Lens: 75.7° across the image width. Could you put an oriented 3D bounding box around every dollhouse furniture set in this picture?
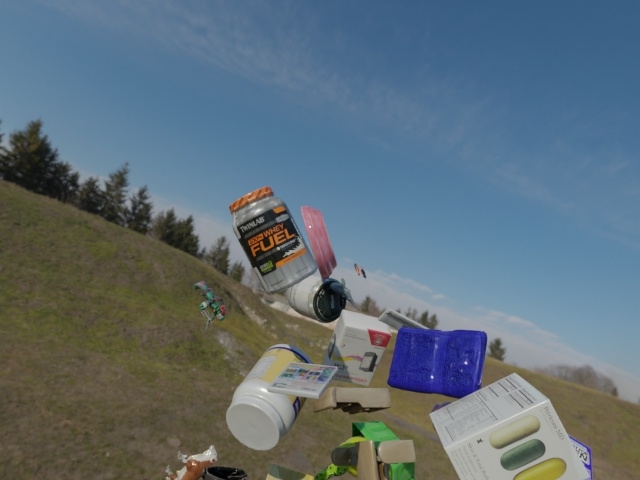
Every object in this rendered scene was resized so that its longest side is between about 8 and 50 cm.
[{"bbox_3d":[0.128,0.751,1.488,0.256,0.395,0.362,10,-31,-23],"label":"dollhouse furniture set"}]

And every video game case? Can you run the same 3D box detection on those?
[{"bbox_3d":[-0.047,0.389,1.155,0.157,0.019,0.143,-2,12,25],"label":"video game case"}]

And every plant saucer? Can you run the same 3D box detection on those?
[{"bbox_3d":[0.000,0.000,1.785,0.084,0.333,0.332,-17,-13,2],"label":"plant saucer"}]

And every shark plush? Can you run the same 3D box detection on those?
[{"bbox_3d":[0.106,0.257,1.921,0.161,0.073,0.067,57,23,-10],"label":"shark plush"}]

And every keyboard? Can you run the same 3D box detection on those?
[{"bbox_3d":[0.352,0.350,1.693,0.255,0.072,0.014,29,29,-22],"label":"keyboard"}]

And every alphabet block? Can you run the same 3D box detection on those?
[{"bbox_3d":[-0.126,1.049,1.659,0.193,0.197,0.193,8,-39,16],"label":"alphabet block"}]

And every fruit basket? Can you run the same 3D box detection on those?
[{"bbox_3d":[0.233,1.083,2.026,0.390,0.284,0.392,-4,14,1],"label":"fruit basket"}]

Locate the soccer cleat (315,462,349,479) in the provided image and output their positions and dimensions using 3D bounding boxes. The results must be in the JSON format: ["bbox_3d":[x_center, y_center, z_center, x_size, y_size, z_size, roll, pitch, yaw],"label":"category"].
[{"bbox_3d":[0.056,1.033,1.852,0.178,0.060,0.072,-33,-20,14],"label":"soccer cleat"}]

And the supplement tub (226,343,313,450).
[{"bbox_3d":[-0.176,0.570,1.529,0.240,0.241,0.331,15,25,14],"label":"supplement tub"}]

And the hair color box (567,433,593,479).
[{"bbox_3d":[0.596,0.694,1.067,0.110,0.339,0.185,33,-44,1],"label":"hair color box"}]

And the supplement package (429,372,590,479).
[{"bbox_3d":[0.447,0.500,1.018,0.262,0.200,0.198,-28,-3,4],"label":"supplement package"}]

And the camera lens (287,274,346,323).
[{"bbox_3d":[-0.019,0.286,2.073,0.219,0.220,0.274,24,-11,-33],"label":"camera lens"}]

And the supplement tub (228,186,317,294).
[{"bbox_3d":[-0.158,-0.001,1.334,0.316,0.193,0.193,62,-15,-1],"label":"supplement tub"}]

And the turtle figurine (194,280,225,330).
[{"bbox_3d":[-0.486,0.296,1.840,0.234,0.118,0.175,54,-27,36],"label":"turtle figurine"}]

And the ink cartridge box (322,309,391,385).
[{"bbox_3d":[0.162,0.494,1.883,0.225,0.307,0.131,13,21,-11],"label":"ink cartridge box"}]

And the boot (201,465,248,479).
[{"bbox_3d":[-0.286,0.822,1.296,0.262,0.229,0.091,25,11,-24],"label":"boot"}]

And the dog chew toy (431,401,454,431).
[{"bbox_3d":[0.545,0.699,1.452,0.331,0.207,0.206,31,-1,33],"label":"dog chew toy"}]

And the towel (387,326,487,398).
[{"bbox_3d":[0.378,0.390,1.357,0.307,0.228,0.076,-6,-41,37],"label":"towel"}]

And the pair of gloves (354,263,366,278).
[{"bbox_3d":[0.196,0.151,2.033,0.010,0.074,0.083,-37,-46,24],"label":"pair of gloves"}]

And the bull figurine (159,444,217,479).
[{"bbox_3d":[-0.664,1.159,2.082,0.188,0.311,0.101,36,0,-10],"label":"bull figurine"}]
